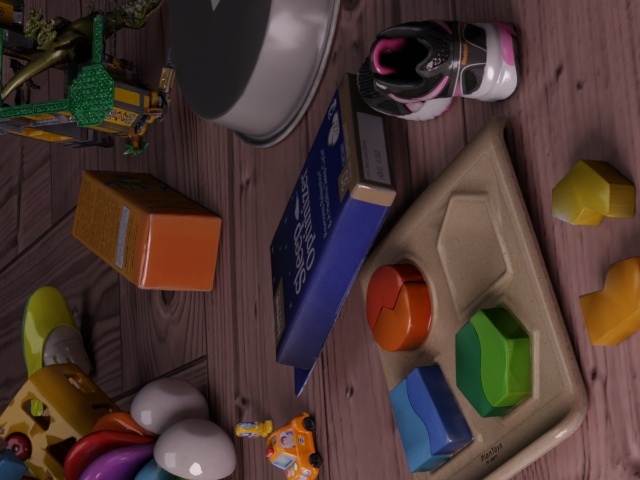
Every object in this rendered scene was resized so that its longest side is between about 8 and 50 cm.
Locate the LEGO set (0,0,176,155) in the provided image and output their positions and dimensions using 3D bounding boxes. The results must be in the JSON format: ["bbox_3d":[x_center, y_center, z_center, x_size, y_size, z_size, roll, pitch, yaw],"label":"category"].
[{"bbox_3d":[-0.224,-0.231,1.683,0.255,0.192,0.331,-14,76,33],"label":"LEGO set"}]

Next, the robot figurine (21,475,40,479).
[{"bbox_3d":[-0.331,0.326,1.798,0.158,0.128,0.219,58,166,-2],"label":"robot figurine"}]

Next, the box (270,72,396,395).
[{"bbox_3d":[0.000,0.000,1.251,0.136,0.036,0.225,-95,22,-49],"label":"box"}]

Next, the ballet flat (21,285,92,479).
[{"bbox_3d":[-0.297,0.169,1.868,0.077,0.077,0.231,7,97,43],"label":"ballet flat"}]

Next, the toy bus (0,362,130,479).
[{"bbox_3d":[-0.225,0.212,1.628,0.104,0.202,0.191,-53,27,13],"label":"toy bus"}]

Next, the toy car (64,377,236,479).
[{"bbox_3d":[-0.164,0.221,1.488,0.182,0.136,0.159,-132,50,-56],"label":"toy car"}]

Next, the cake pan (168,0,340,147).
[{"bbox_3d":[-0.065,-0.229,1.422,0.293,0.054,0.293,-10,79,64],"label":"cake pan"}]

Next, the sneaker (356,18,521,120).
[{"bbox_3d":[0.062,-0.125,1.115,0.178,0.077,0.072,169,104,-65],"label":"sneaker"}]

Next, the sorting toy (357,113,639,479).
[{"bbox_3d":[0.106,0.038,1.048,0.307,0.041,0.229,130,136,-52],"label":"sorting toy"}]

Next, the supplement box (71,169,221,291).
[{"bbox_3d":[-0.176,-0.013,1.607,0.233,0.078,0.080,24,109,62],"label":"supplement box"}]

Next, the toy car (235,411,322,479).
[{"bbox_3d":[-0.041,0.176,1.347,0.122,0.041,0.060,-22,68,62],"label":"toy car"}]
